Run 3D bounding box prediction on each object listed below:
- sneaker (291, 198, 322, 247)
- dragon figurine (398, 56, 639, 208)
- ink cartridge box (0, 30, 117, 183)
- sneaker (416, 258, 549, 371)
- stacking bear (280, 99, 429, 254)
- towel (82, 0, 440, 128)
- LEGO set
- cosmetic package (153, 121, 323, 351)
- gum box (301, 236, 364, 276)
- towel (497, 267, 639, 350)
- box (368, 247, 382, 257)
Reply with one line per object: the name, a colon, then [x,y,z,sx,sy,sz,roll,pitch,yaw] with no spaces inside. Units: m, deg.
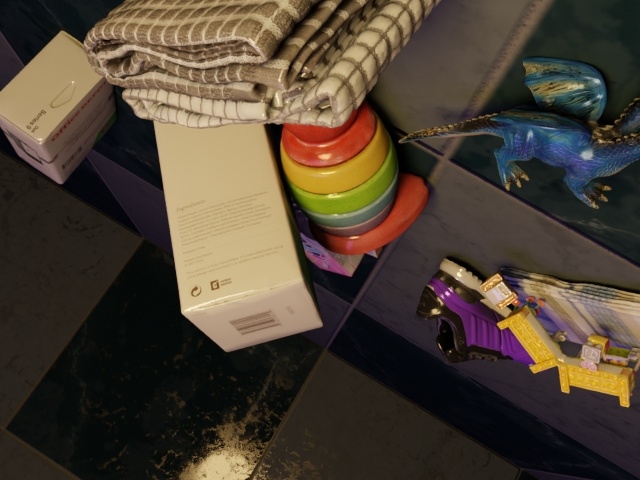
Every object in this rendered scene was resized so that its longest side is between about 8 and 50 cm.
sneaker: [-0.068,-0.089,1.106,0.295,0.104,0.147,21,147,51]
dragon figurine: [0.213,-0.111,0.549,0.289,0.085,0.144,23,161,26]
ink cartridge box: [-0.537,-0.264,1.226,0.121,0.211,0.289,36,162,-8]
sneaker: [0.286,0.172,1.071,0.293,0.146,0.102,39,176,-14]
stacking bear: [0.021,-0.122,0.757,0.175,0.164,0.289,22,156,29]
towel: [-0.048,-0.207,0.496,0.283,0.235,0.121,14,150,45]
LEGO set: [0.375,0.138,0.878,0.287,0.107,0.132,28,132,30]
cosmetic package: [-0.121,-0.056,0.821,0.155,0.366,0.197,-15,156,2]
gum box: [0.000,0.000,1.264,0.107,0.062,0.188,11,153,50]
towel: [0.428,0.121,0.907,0.209,0.034,0.285,40,163,-31]
box: [0.076,-0.012,1.161,0.081,0.028,0.136,24,159,25]
